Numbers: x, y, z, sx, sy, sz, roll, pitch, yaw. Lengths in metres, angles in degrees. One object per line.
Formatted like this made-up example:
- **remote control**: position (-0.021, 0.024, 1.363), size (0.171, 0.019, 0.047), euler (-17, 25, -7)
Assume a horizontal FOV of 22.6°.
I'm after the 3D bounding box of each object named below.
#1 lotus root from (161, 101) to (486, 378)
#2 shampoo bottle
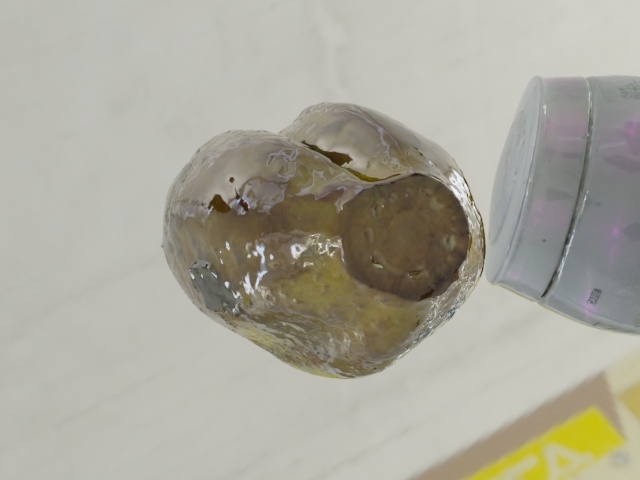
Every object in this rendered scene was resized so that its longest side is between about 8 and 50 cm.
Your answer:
- **lotus root**: position (-0.005, -0.008, 1.061), size (0.193, 0.291, 0.193), euler (-4, -81, -23)
- **shampoo bottle**: position (0.316, -0.039, 1.696), size (0.266, 0.273, 0.273), euler (10, -44, -1)
